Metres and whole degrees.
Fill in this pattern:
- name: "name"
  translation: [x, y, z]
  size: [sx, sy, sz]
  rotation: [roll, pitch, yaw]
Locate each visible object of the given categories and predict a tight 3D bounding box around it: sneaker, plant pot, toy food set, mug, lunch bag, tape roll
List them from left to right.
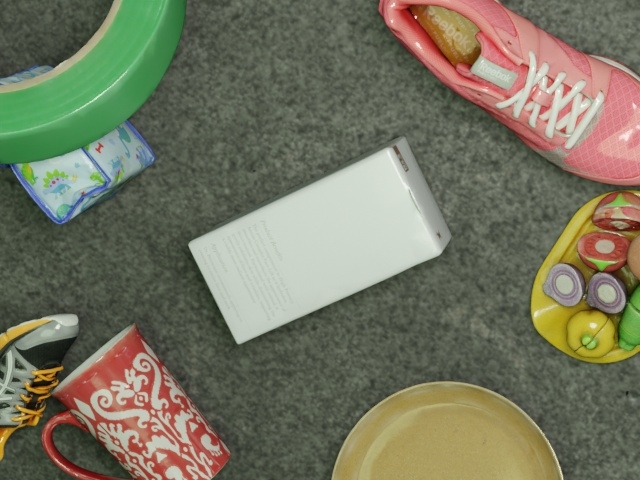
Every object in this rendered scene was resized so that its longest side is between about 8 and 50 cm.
- name: "tape roll"
  translation: [-0.289, -0.232, 1.470]
  size: [0.321, 0.077, 0.321]
  rotation: [-2, 72, 6]
- name: "sneaker"
  translation: [-0.313, 0.152, 1.641]
  size: [0.215, 0.084, 0.083]
  rotation: [-45, 66, 30]
- name: "lunch bag"
  translation: [-0.256, -0.103, 1.548]
  size: [0.096, 0.129, 0.151]
  rotation: [-36, 93, 19]
- name: "mug"
  translation: [-0.191, 0.193, 1.620]
  size: [0.150, 0.113, 0.169]
  rotation: [-37, 96, 34]
- name: "plant pot"
  translation: [0.126, 0.258, 1.550]
  size: [0.236, 0.032, 0.236]
  rotation: [-2, 82, 17]
- name: "sneaker"
  translation: [0.178, -0.138, 1.411]
  size: [0.313, 0.136, 0.116]
  rotation: [33, 109, 10]
- name: "toy food set"
  translation: [0.281, 0.026, 1.465]
  size: [0.128, 0.071, 0.218]
  rotation: [31, 109, 6]

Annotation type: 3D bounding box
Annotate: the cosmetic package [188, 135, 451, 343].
- name: "cosmetic package"
  translation: [0.000, 0.000, 1.529]
  size: [0.231, 0.085, 0.117]
  rotation: [-24, 96, 17]
